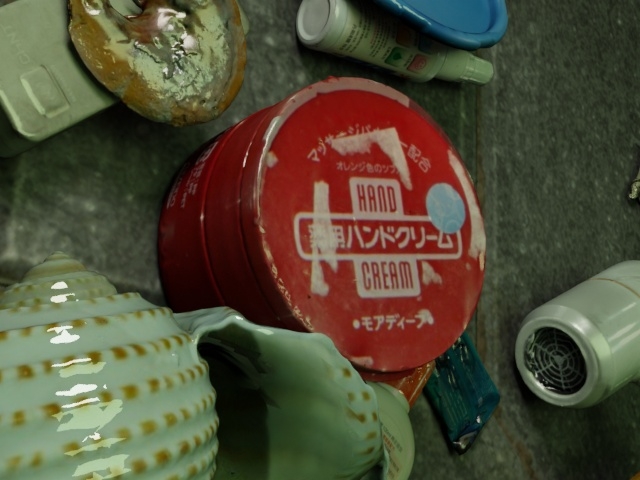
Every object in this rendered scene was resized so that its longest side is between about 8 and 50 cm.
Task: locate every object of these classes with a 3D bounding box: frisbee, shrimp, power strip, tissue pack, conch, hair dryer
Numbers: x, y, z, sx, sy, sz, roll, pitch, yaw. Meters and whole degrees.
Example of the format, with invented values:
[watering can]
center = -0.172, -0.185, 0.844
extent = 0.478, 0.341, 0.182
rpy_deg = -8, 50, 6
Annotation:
[frisbee]
center = 0.072, -0.261, 0.998
extent = 0.242, 0.045, 0.242
rpy_deg = 25, 41, -24
[shrimp]
center = -0.116, -0.171, 0.763
extent = 0.132, 0.052, 0.187
rpy_deg = -26, 99, -43
[power strip]
center = -0.173, -0.135, 0.776
extent = 0.288, 0.053, 0.093
rpy_deg = -37, 104, -41
[tissue pack]
center = 0.117, 0.113, 0.977
extent = 0.085, 0.028, 0.138
rpy_deg = -39, 108, -40
[conch]
center = -0.122, 0.166, 0.638
extent = 0.303, 0.215, 0.319
rpy_deg = -6, 114, -36
[hair dryer]
center = 0.361, 0.163, 1.005
extent = 0.173, 0.107, 0.357
rpy_deg = -22, 52, -42

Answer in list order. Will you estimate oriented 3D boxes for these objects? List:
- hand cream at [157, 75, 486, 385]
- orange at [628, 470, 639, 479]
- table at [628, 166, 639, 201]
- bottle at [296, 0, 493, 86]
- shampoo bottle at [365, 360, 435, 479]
[hand cream]
center = 0.000, 0.000, 0.826
extent = 0.230, 0.149, 0.230
rpy_deg = 10, 74, -38
[orange]
center = 0.329, 0.368, 0.980
extent = 0.262, 0.196, 0.334
rpy_deg = -12, 91, -57
[table]
center = 0.405, -0.065, 1.248
extent = 0.079, 0.062, 0.083
rpy_deg = 41, 55, -26
[bottle]
center = 0.078, -0.178, 0.998
extent = 0.217, 0.060, 0.060
rpy_deg = 10, 72, -37
[shampoo bottle]
center = 0.028, 0.169, 0.867
extent = 0.108, 0.051, 0.221
rpy_deg = 51, 51, -17
